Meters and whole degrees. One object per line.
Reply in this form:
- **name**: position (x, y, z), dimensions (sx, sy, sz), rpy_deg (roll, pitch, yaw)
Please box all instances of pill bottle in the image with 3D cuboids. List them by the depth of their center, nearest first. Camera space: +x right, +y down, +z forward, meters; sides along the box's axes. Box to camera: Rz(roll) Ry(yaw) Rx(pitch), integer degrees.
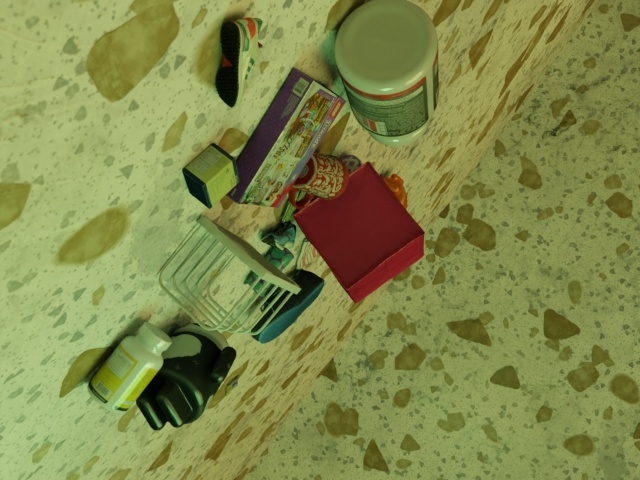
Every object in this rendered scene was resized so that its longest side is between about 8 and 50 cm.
- **pill bottle**: position (-0.405, 0.270, 1.367), dimensions (0.184, 0.103, 0.103), rpy_deg (-52, 163, -2)
- **pill bottle**: position (0.159, -0.352, 1.423), dimensions (0.210, 0.210, 0.363), rpy_deg (-51, 163, -4)

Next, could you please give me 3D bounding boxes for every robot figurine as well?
- **robot figurine**: position (-0.321, 0.314, 1.502), dimensions (0.278, 0.209, 0.174), rpy_deg (-60, 170, -57)
- **robot figurine**: position (0.240, -0.142, 2.214), dimensions (0.128, 0.158, 0.219), rpy_deg (-14, 164, 7)

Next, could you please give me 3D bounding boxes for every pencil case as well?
- **pencil case**: position (-0.140, 0.080, 1.759), dimensions (0.152, 0.064, 0.070), rpy_deg (-51, 178, -10)
- **pencil case**: position (0.096, -0.185, 1.833), dimensions (0.088, 0.086, 0.206), rpy_deg (-21, 166, 10)

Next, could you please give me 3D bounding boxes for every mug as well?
- **mug**: position (-0.018, -0.144, 1.535), dimensions (0.169, 0.113, 0.150), rpy_deg (5, 98, -67)

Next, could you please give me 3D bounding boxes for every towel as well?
- **towel**: position (-0.046, -0.107, 1.696), dimensions (0.148, 0.027, 0.110), rpy_deg (-24, 146, -56)
- **towel**: position (0.000, 0.000, 2.033), dimensions (0.197, 0.029, 0.144), rpy_deg (-41, 159, -35)
- **towel**: position (-0.316, 0.519, 2.280), dimensions (0.060, 0.009, 0.083), rpy_deg (-41, 160, -37)

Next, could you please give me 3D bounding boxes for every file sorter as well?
- **file sorter**: position (-0.198, 0.095, 1.417), dimensions (0.173, 0.193, 0.277), rpy_deg (-50, 163, 0)

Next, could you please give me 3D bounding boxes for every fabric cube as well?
- **fabric cube**: position (0.114, -0.014, 1.740), dimensions (0.259, 0.254, 0.258), rpy_deg (-35, 163, -1)

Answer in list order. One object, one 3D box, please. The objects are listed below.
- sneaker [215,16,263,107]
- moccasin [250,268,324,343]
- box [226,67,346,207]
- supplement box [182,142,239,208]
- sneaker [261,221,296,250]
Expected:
- **sneaker**: position (-0.125, -0.293, 1.048), dimensions (0.075, 0.057, 0.161), rpy_deg (-33, 153, -35)
- **moccasin**: position (-0.121, 0.199, 1.973), dimensions (0.342, 0.116, 0.138), rpy_deg (-36, 157, -52)
- **box**: position (-0.075, -0.206, 1.359), dimensions (0.293, 0.057, 0.201), rpy_deg (-56, 162, 12)
- **supplement box**: position (-0.204, -0.120, 1.192), dimensions (0.083, 0.056, 0.083), rpy_deg (-46, 162, -20)
- **sneaker**: position (-0.106, -0.019, 1.684), dimensions (0.162, 0.063, 0.073), rpy_deg (-17, 129, -74)
